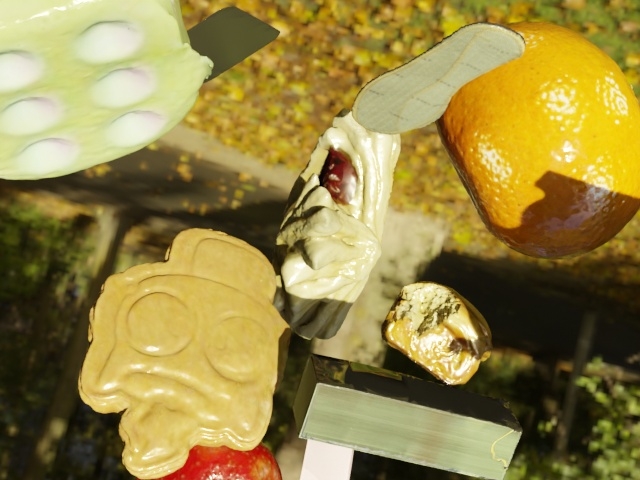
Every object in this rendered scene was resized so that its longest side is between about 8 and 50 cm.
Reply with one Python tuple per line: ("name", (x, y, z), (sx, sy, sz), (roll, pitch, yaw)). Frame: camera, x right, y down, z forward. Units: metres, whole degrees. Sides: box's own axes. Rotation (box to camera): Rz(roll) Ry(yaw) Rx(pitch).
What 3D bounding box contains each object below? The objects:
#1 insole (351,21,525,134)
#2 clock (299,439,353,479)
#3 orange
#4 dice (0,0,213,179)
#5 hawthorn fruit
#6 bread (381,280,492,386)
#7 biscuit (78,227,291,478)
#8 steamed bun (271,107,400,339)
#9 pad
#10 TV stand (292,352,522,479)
("insole", (0.139, -0.200, 1.508), (0.119, 0.009, 0.348), (19, 158, -23))
("clock", (-0.007, 0.475, 1.931), (0.080, 0.290, 0.275), (11, 169, 3))
("orange", (0.383, -0.176, 1.992), (0.326, 0.424, 0.424), (-27, 169, 4))
("dice", (-0.255, -0.226, 1.087), (0.254, 0.250, 0.252), (-19, 155, -5))
("hawthorn fruit", (-0.201, 0.381, 1.839), (0.266, 0.210, 0.230), (-29, -169, -15))
("bread", (0.211, 0.158, 2.115), (0.195, 0.149, 0.344), (34, 178, 2))
("biscuit", (-0.175, 0.138, 1.541), (0.269, 0.376, 0.051), (18, 144, -4))
("steamed bun", (0.000, 0.000, 1.907), (0.189, 0.428, 0.247), (5, -148, -31))
("pad", (-0.175, -0.319, 1.946), (0.181, 0.004, 0.267), (-30, 171, 14))
("TV stand", (0.108, 0.220, 1.466), (0.269, 0.083, 0.088), (15, -165, -12))
